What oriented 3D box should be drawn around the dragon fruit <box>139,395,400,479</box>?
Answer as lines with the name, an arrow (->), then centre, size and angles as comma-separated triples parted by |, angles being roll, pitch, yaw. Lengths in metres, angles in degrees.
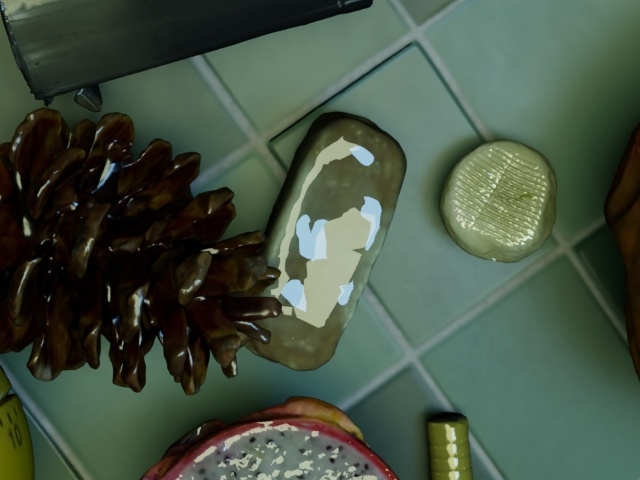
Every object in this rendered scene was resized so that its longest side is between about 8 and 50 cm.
dragon fruit -> -0.044, 0.296, 1.423 | 0.290, 0.189, 0.291 | 0, 77, -1

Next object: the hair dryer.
hair dryer -> 0.121, 0.306, 1.514 | 0.135, 0.090, 0.279 | -6, 94, -1

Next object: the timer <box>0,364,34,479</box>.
timer -> -0.427, 0.162, 1.309 | 0.376, 0.376, 0.387 | -25, 93, 0

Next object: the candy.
candy -> 0.000, 0.000, 1.434 | 0.102, 0.104, 0.234 | 24, 97, -7

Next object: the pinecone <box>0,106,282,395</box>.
pinecone -> -0.178, 0.015, 1.342 | 0.309, 0.244, 0.244 | 20, 98, 20

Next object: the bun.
bun -> 0.167, -0.035, 1.460 | 0.115, 0.069, 0.115 | 0, 80, 3

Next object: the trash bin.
trash bin -> -0.127, -0.255, 1.334 | 0.301, 0.203, 0.252 | -17, 126, 0

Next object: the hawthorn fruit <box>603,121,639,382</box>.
hawthorn fruit -> 0.463, 0.006, 1.315 | 0.471, 0.472, 0.472 | -1, 99, -4
